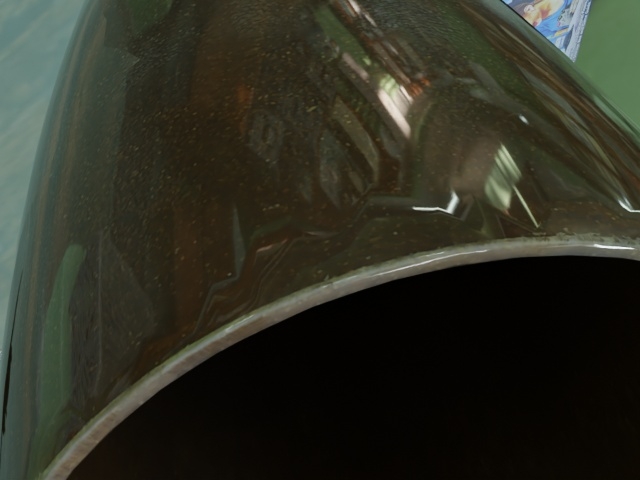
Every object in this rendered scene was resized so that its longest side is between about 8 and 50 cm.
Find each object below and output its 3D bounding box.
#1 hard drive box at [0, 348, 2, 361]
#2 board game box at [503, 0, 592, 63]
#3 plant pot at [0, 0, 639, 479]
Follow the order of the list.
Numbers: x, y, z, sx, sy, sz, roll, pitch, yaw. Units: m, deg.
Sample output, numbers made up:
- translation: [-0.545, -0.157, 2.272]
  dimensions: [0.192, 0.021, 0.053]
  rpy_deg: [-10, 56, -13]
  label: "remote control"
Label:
- translation: [-0.268, 0.201, 1.463]
  dimensions: [0.181, 0.232, 0.089]
  rpy_deg: [-10, 43, -29]
  label: "hard drive box"
- translation: [0.057, -0.093, 0.972]
  dimensions: [0.194, 0.194, 0.060]
  rpy_deg: [-24, 54, -28]
  label: "board game box"
- translation: [0.000, 0.000, 0.503]
  dimensions: [0.215, 0.215, 0.230]
  rpy_deg: [22, 34, -35]
  label: "plant pot"
